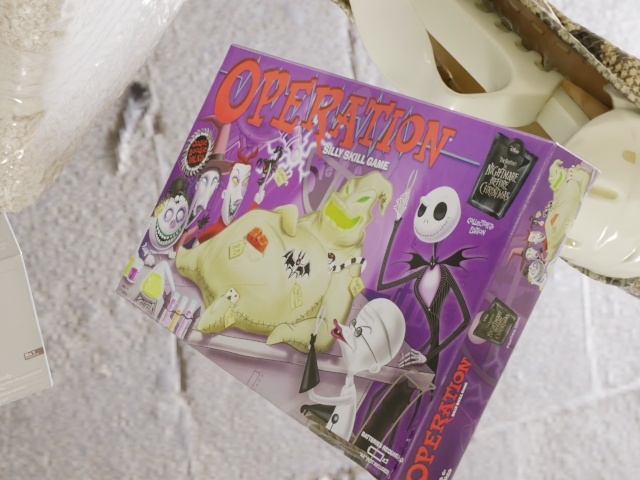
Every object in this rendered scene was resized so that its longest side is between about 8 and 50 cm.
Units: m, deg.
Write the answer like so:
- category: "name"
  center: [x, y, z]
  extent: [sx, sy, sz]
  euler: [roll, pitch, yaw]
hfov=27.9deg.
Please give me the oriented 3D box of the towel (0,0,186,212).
- category: "towel"
  center: [-0.085, -0.156, 0.636]
  extent: [0.049, 0.187, 0.282]
  euler: [26, 52, 1]

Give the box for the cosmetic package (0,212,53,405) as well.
- category: "cosmetic package"
  center: [-0.399, 0.084, 1.498]
  extent: [0.127, 0.107, 0.238]
  euler: [-20, 140, -17]

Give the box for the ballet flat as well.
- category: "ballet flat"
  center: [0.147, -0.098, 0.947]
  extent: [0.483, 0.164, 0.182]
  euler: [47, 33, 15]

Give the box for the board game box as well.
- category: "board game box"
  center: [0.000, 0.000, 0.824]
  extent: [0.056, 0.347, 0.208]
  euler: [30, 87, -38]
